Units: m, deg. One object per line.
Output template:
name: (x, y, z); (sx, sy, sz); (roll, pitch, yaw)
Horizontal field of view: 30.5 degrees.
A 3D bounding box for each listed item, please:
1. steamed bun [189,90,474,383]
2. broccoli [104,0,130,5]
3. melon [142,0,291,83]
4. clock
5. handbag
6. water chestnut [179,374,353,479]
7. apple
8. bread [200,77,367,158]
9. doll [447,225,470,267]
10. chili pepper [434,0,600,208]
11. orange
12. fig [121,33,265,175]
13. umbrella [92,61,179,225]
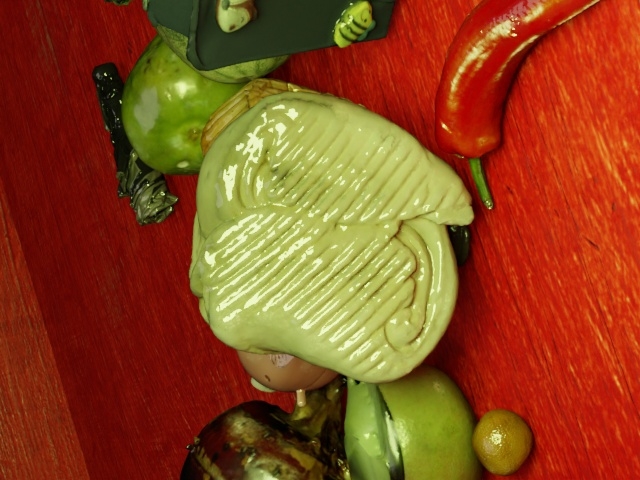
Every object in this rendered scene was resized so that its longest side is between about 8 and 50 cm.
steamed bun: (0.003, -0.010, 1.405); (0.219, 0.324, 0.310); (-158, 82, -80)
broccoli: (-0.291, -0.442, 1.977); (0.154, 0.160, 0.167); (16, 136, 59)
melon: (-0.139, -0.380, 1.625); (0.248, 0.248, 0.329); (-11, 100, 63)
clock: (-0.051, 0.116, 1.749); (0.227, 0.142, 0.241); (43, 117, 47)
handbag: (-0.015, -0.352, 1.317); (0.122, 0.329, 0.303); (52, 140, 35)
water chestnut: (-0.042, 0.359, 1.811); (0.335, 0.347, 0.335); (37, 178, 1)
apple: (0.123, 0.255, 1.533); (0.207, 0.173, 0.189); (28, -120, -67)
bread: (-0.044, -0.126, 1.595); (0.240, 0.239, 0.139); (54, 136, 35)
doll: (0.140, -0.008, 1.494); (0.139, 0.057, 0.165); (55, 139, 37)
chili pepper: (0.195, -0.182, 1.262); (0.137, 0.091, 0.368); (50, 149, 19)
orange: (0.223, 0.249, 1.443); (0.085, 0.085, 0.085); (39, 136, 50)
fig: (-0.205, -0.259, 1.828); (0.233, 0.233, 0.314); (121, 140, -55)
umbrella: (-0.394, -0.196, 2.364); (0.358, 0.106, 0.113); (67, 156, 15)
